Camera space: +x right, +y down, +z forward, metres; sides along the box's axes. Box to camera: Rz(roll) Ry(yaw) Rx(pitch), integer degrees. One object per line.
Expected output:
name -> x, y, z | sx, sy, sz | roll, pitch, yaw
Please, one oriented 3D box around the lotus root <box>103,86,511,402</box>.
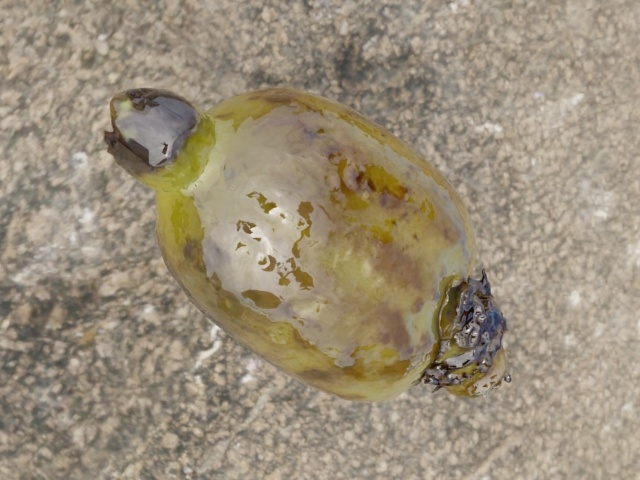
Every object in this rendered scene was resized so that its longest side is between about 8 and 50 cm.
lotus root -> 0.000, 0.000, 0.442 | 0.314, 0.141, 0.169 | 37, 74, -28
